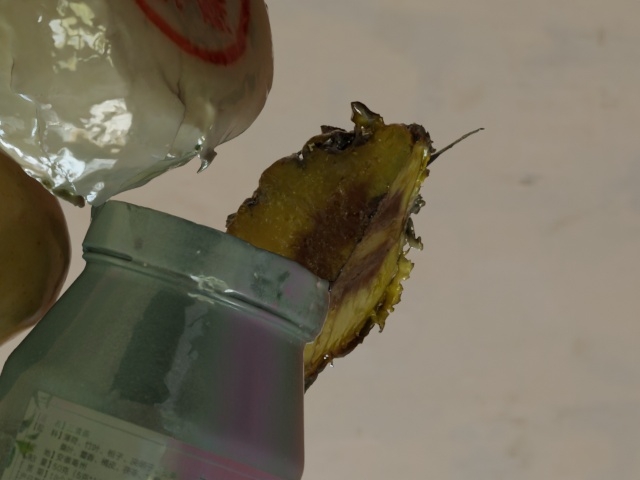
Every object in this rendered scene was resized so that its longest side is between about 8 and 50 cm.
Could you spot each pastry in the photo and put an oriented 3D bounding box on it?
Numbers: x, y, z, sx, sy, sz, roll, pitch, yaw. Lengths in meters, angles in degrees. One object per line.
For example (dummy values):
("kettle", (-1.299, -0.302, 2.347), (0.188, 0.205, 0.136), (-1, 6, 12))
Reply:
("pastry", (-0.133, -0.150, 1.133), (0.265, 0.133, 0.265), (46, -151, -35))

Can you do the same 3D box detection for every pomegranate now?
("pomegranate", (-0.316, -0.001, 1.519), (0.233, 0.233, 0.233), (-179, 90, -80))

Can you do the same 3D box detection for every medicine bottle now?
("medicine bottle", (-0.128, 0.136, 1.428), (0.245, 0.245, 0.290), (156, 133, -79))

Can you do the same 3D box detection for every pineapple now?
("pineapple", (0.003, 0.002, 1.872), (0.161, 0.158, 0.335), (26, 93, 34))
